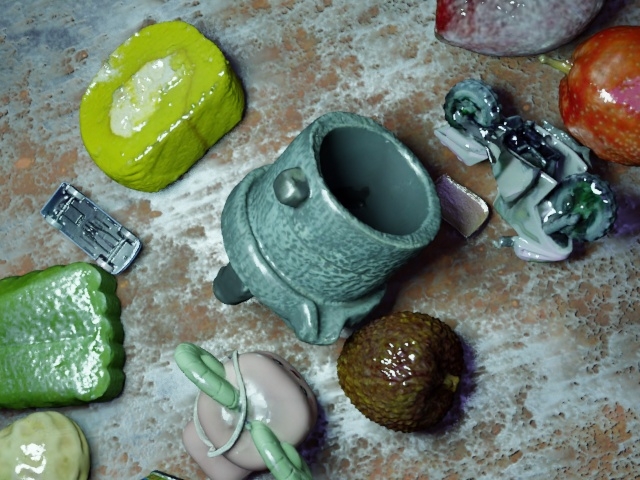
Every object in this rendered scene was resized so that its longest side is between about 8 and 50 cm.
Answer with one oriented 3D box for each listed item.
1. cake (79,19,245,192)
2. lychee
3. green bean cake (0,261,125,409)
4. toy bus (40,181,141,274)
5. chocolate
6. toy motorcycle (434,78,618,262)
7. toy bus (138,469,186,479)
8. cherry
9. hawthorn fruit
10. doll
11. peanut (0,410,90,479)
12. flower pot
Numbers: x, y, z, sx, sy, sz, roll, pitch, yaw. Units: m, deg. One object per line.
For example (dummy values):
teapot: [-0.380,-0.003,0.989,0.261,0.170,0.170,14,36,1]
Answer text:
cake: [-0.254,-0.209,1.873,0.260,0.156,0.179,-41,66,-2]
lychee: [0.123,0.193,1.785,0.194,0.194,0.194,-1,86,7]
green bean cake: [-0.438,0.154,1.887,0.248,0.125,0.222,-7,83,5]
toy bus: [-0.358,-0.018,1.911,0.167,0.076,0.073,39,90,10]
chocolate: [0.209,-0.052,1.860,0.100,0.031,0.064,36,80,8]
toy motorcycle: [0.291,-0.090,1.794,0.327,0.143,0.188,44,136,24]
toy bus: [-0.254,0.506,1.808,0.138,0.175,0.288,18,88,8]
cherry: [0.299,-0.386,1.789,0.300,0.203,0.230,-31,90,12]
hawthorn fruit: [0.439,-0.221,1.759,0.253,0.205,0.205,32,90,9]
doll: [-0.114,0.270,1.761,0.216,0.268,0.284,-43,81,1]
peanut: [-0.509,0.425,1.851,0.192,0.169,0.387,38,92,14]
flower pot: [0.000,0.000,1.743,0.283,0.299,0.299,-42,80,39]
